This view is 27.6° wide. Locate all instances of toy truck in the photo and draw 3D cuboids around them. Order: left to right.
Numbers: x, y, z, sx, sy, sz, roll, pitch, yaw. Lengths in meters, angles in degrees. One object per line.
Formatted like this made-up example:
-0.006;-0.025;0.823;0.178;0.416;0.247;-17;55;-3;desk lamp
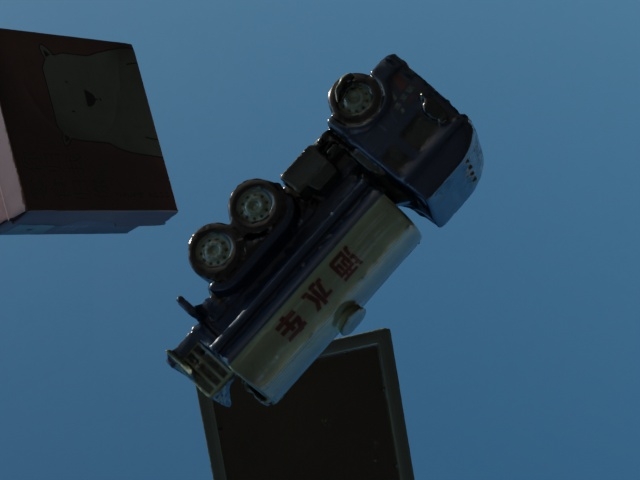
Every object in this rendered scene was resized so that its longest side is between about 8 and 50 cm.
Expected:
0.000;0.000;0.689;0.088;0.201;0.074;40;176;23;toy truck

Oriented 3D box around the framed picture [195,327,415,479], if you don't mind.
-0.008;0.261;1.481;0.232;0.019;0.296;-11;-81;-12;framed picture

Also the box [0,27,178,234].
-0.279;-0.110;1.407;0.215;0.086;0.215;-2;-109;-50;box
